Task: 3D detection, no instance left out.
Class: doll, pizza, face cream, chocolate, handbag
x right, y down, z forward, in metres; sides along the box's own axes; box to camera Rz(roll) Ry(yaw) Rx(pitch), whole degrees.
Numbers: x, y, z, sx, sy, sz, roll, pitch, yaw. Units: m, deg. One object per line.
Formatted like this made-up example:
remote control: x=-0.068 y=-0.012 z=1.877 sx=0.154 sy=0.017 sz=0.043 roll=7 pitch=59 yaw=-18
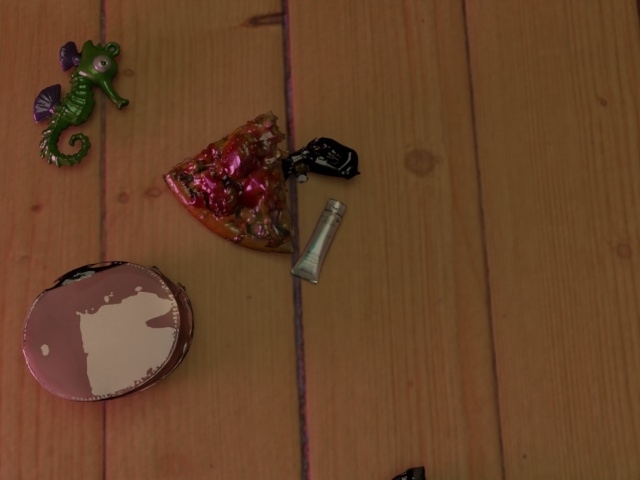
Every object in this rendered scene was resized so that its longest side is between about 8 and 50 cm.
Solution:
doll: x=-0.321 y=-0.185 z=1.579 sx=0.115 sy=0.050 sz=0.190 roll=24 pitch=79 yaw=12
pizza: x=-0.110 y=-0.082 z=1.500 sx=0.201 sy=0.193 sz=0.053 roll=25 pitch=32 yaw=14
face cream: x=0.000 y=0.000 z=1.552 sx=0.038 sy=0.020 sz=0.115 roll=24 pitch=79 yaw=4
chocolate: x=-0.025 y=-0.098 z=1.563 sx=0.147 sy=0.070 sz=0.072 roll=-8 pitch=66 yaw=-13
handbag: x=-0.261 y=0.114 z=1.474 sx=0.205 sy=0.116 sz=0.179 roll=-20 pitch=77 yaw=-5

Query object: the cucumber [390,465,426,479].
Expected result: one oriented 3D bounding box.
cucumber: x=0.119 y=0.403 z=1.437 sx=0.067 sy=0.067 sz=0.245 roll=-10 pitch=78 yaw=-3
